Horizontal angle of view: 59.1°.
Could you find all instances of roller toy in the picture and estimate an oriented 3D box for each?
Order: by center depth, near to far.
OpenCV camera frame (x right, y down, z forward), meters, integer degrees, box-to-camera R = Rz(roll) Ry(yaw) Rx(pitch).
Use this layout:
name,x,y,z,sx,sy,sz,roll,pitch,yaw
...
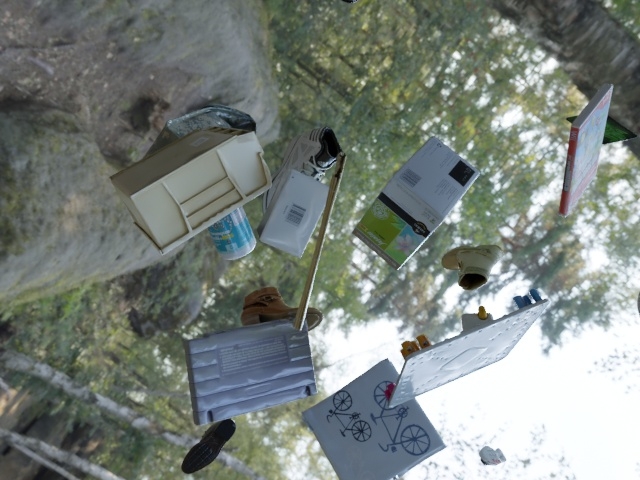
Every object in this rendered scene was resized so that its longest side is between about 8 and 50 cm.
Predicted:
name,x,y,z,sx,sy,sz,roll,pitch,yaw
roller toy,0.673,0.398,2.383,0.191,0.146,0.209,69,21,-55

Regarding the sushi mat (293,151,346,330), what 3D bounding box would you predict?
name,x,y,z,sx,sy,sz,roll,pitch,yaw
sushi mat,0.000,0.000,1.059,0.151,0.019,0.317,-73,177,-66

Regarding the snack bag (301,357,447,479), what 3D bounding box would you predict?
name,x,y,z,sx,sy,sz,roll,pitch,yaw
snack bag,0.157,0.582,1.734,0.342,0.323,0.037,-31,154,-6

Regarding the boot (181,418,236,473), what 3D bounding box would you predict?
name,x,y,z,sx,sy,sz,roll,pitch,yaw
boot,-0.364,0.673,1.864,0.219,0.082,0.106,-42,180,-12

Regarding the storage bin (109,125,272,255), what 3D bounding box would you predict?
name,x,y,z,sx,sy,sz,roll,pitch,yaw
storage bin,-0.261,-0.119,1.125,0.260,0.123,0.262,-33,-155,-17

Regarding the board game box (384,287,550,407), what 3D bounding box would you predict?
name,x,y,z,sx,sy,sz,roll,pitch,yaw
board game box,0.363,0.290,1.481,0.390,0.050,0.390,-19,150,-13

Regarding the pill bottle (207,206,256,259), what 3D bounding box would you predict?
name,x,y,z,sx,sy,sz,roll,pitch,yaw
pill bottle,-0.337,-0.074,2.007,0.146,0.264,0.146,-15,-151,8

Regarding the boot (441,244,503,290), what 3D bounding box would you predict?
name,x,y,z,sx,sy,sz,roll,pitch,yaw
boot,0.559,0.111,2.194,0.262,0.095,0.203,-9,-152,41

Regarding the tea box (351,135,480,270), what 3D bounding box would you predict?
name,x,y,z,sx,sy,sz,roll,pitch,yaw
tea box,0.329,-0.128,1.959,0.329,0.220,0.323,-44,171,-42

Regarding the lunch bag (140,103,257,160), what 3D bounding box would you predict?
name,x,y,z,sx,sy,sz,roll,pitch,yaw
lunch bag,-0.321,-0.230,1.502,0.235,0.169,0.287,-39,-178,40

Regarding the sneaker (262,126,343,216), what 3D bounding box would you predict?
name,x,y,z,sx,sy,sz,roll,pitch,yaw
sneaker,-0.066,-0.245,2.113,0.257,0.169,0.448,-17,-129,59

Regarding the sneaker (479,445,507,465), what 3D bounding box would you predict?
name,x,y,z,sx,sy,sz,roll,pitch,yaw
sneaker,0.532,0.691,1.780,0.065,0.158,0.061,-41,-132,20

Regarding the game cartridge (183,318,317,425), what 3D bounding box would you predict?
name,x,y,z,sx,sy,sz,roll,pitch,yaw
game cartridge,-0.186,0.347,1.547,0.355,0.230,0.068,-5,170,-30

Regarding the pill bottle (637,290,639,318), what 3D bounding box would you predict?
name,x,y,z,sx,sy,sz,roll,pitch,yaw
pill bottle,0.947,0.164,1.368,0.169,0.301,0.169,-176,-90,-74

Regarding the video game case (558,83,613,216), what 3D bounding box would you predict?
name,x,y,z,sx,sy,sz,roll,pitch,yaw
video game case,0.676,-0.226,1.445,0.204,0.025,0.285,-44,140,-28

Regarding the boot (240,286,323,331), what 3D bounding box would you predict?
name,x,y,z,sx,sy,sz,roll,pitch,yaw
boot,-0.140,0.242,1.975,0.283,0.109,0.220,-16,-152,1

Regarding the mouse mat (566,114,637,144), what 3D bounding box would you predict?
name,x,y,z,sx,sy,sz,roll,pitch,yaw
mouse mat,0.943,-0.381,1.900,0.190,0.152,0.007,-116,-162,-45

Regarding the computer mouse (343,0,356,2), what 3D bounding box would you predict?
name,x,y,z,sx,sy,sz,roll,pitch,yaw
computer mouse,0.015,-0.706,1.343,0.060,0.184,0.262,-45,137,-37

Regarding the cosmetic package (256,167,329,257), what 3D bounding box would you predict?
name,x,y,z,sx,sy,sz,roll,pitch,yaw
cosmetic package,-0.083,-0.089,1.700,0.224,0.138,0.224,-64,-168,4
